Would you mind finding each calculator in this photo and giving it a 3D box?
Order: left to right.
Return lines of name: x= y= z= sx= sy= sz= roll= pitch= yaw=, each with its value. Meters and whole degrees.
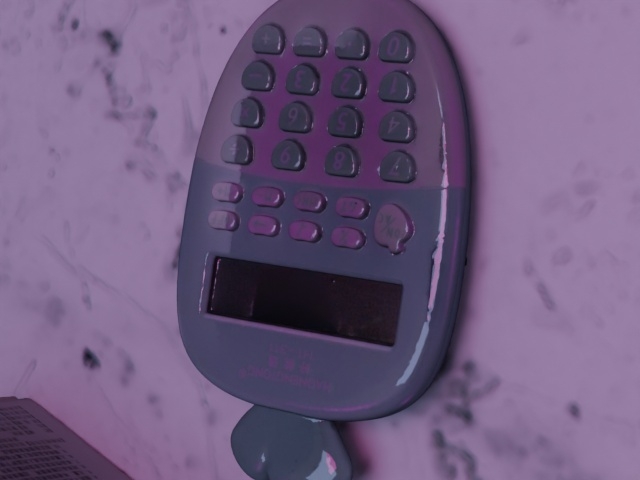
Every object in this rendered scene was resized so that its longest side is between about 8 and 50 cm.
calculator: x=0.000 y=0.000 z=0.907 sx=0.185 sy=0.041 sz=0.298 roll=7 pitch=92 yaw=32

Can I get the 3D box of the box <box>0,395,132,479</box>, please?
box: x=-0.160 y=0.213 z=0.913 sx=0.299 sy=0.200 sz=0.106 roll=34 pitch=106 yaw=28
